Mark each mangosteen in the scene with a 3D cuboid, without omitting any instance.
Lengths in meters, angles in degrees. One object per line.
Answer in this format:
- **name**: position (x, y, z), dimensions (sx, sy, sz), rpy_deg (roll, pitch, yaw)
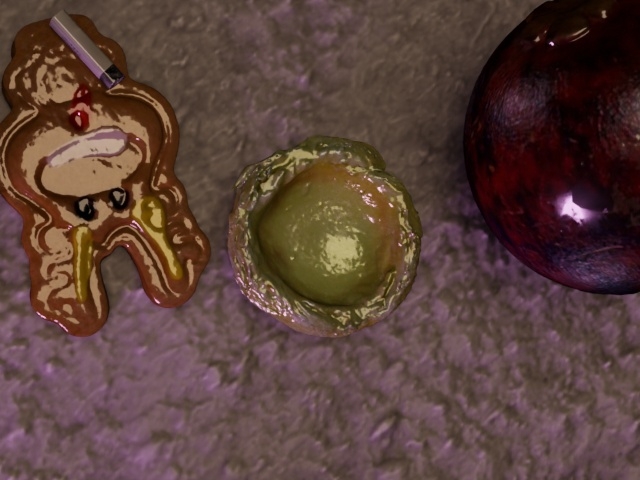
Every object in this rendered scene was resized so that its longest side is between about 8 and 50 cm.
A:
- **mangosteen**: position (0.300, -0.071, 1.278), dimensions (0.306, 0.306, 0.359), rpy_deg (-40, 114, -14)

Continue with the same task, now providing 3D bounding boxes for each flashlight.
- **flashlight**: position (-0.215, -0.176, 1.268), dimensions (0.083, 0.018, 0.018), rpy_deg (47, 68, -1)

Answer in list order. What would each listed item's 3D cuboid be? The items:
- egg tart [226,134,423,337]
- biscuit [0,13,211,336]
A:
- **egg tart**: position (0.000, 0.000, 1.306), dimensions (0.197, 0.078, 0.197), rpy_deg (1, 86, -12)
- **biscuit**: position (-0.215, -0.065, 1.282), dimensions (0.186, 0.044, 0.295), rpy_deg (-20, 89, -16)
